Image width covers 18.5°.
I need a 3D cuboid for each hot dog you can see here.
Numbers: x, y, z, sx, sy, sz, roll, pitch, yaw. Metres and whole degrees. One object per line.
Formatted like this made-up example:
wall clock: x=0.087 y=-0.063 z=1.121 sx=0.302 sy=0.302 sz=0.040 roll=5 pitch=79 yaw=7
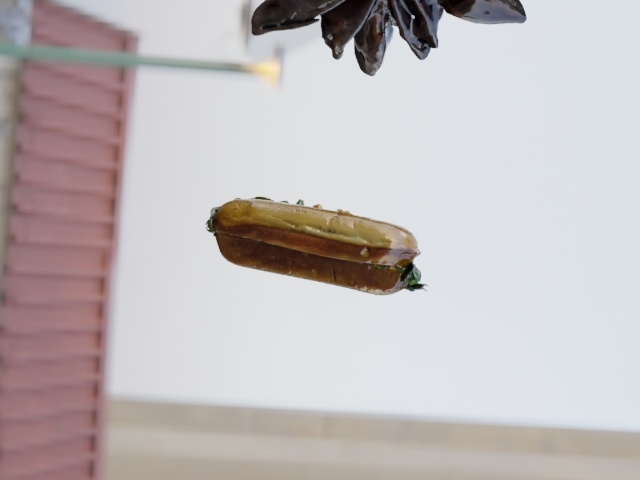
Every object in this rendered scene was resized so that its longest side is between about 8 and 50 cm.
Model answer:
hot dog: x=0.000 y=0.000 z=1.598 sx=0.072 sy=0.188 sz=0.055 roll=95 pitch=9 yaw=-49

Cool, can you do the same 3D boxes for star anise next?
star anise: x=0.065 y=-0.260 z=1.829 sx=0.212 sy=0.282 sz=0.129 roll=62 pitch=19 yaw=-18
